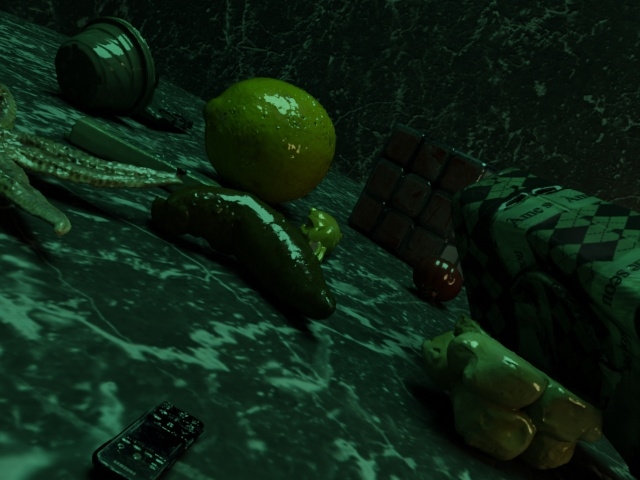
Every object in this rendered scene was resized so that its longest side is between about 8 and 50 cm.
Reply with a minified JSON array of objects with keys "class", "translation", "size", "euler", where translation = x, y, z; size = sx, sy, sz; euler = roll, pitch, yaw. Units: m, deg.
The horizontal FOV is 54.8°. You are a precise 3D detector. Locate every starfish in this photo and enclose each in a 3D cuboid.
[{"class":"starfish","translation":[-0.369,-0.142,0.710],"size":[0.383,0.132,0.398],"euler":[25,3,3]}]

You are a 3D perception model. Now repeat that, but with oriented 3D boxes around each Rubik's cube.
[{"class":"Rubik's cube","translation":[0.314,-0.087,1.617],"size":[0.301,0.304,0.305],"euler":[15,18,-48]}]

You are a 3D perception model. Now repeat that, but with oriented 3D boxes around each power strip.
[{"class":"power strip","translation":[-0.296,-0.132,1.064],"size":[0.285,0.048,0.080],"euler":[28,12,-2]}]

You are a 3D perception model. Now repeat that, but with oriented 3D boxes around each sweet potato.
[{"class":"sweet potato","translation":[-0.087,0.002,0.801],"size":[0.310,0.098,0.124],"euler":[32,33,19]}]

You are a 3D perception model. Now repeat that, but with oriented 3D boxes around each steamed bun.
[{"class":"steamed bun","translation":[0.191,0.167,0.677],"size":[0.192,0.106,0.177],"euler":[31,4,-25]}]

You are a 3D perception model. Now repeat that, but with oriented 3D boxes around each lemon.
[{"class":"lemon","translation":[-0.112,-0.211,1.309],"size":[0.310,0.258,0.258],"euler":[22,11,-38]}]

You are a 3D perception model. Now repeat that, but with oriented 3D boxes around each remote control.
[{"class":"remote control","translation":[-0.105,0.128,0.385],"size":[0.039,0.014,0.096],"euler":[28,10,7]}]

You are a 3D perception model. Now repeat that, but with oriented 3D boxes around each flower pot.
[{"class":"flower pot","translation":[-0.498,-0.380,1.387],"size":[0.235,0.236,0.140],"euler":[30,35,14]}]

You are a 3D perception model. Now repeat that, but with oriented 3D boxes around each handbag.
[{"class":"handbag","translation":[-0.450,-0.359,1.680],"size":[0.175,0.089,0.270],"euler":[35,11,1]},{"class":"handbag","translation":[0.338,0.119,0.758],"size":[0.180,0.317,0.416],"euler":[-19,30,-19]}]

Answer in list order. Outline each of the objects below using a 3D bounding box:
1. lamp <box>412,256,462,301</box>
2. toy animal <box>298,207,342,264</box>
[{"class":"lamp","translation":[0.230,0.077,1.217],"size":[0.101,0.090,0.101],"euler":[26,-31,17]},{"class":"toy animal","translation":[0.004,0.000,1.110],"size":[0.083,0.070,0.159],"euler":[27,16,-9]}]
